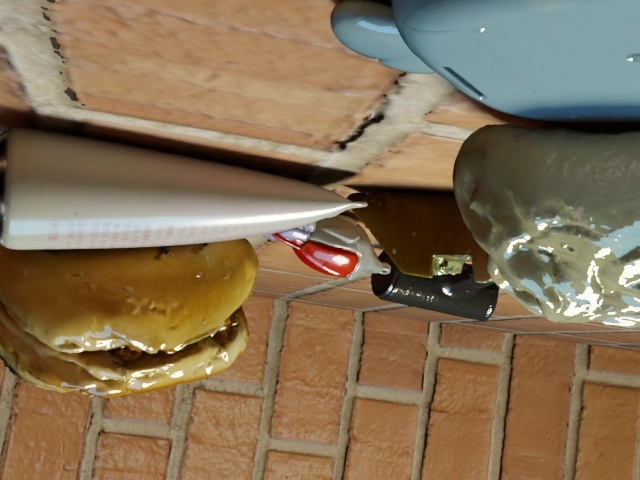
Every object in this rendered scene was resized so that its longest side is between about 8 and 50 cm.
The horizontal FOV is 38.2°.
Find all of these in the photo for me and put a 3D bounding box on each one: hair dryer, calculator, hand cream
[{"bbox_3d":[0.215,0.048,1.360,0.197,0.089,0.251,13,162,-22],"label":"hair dryer"},{"bbox_3d":[0.143,-0.096,0.429,0.303,0.042,0.188,2,171,35],"label":"calculator"},{"bbox_3d":[-0.148,-0.043,0.939,0.359,0.118,0.185,3,173,-21],"label":"hand cream"}]

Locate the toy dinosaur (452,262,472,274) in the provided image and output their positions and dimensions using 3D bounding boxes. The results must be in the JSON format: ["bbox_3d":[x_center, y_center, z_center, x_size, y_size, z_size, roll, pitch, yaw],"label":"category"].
[{"bbox_3d":[0.218,0.004,1.079,0.286,0.070,0.139,2,-178,15],"label":"toy dinosaur"}]

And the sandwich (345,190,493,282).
[{"bbox_3d":[0.148,0.000,0.965,0.244,0.088,0.090,4,175,24],"label":"sandwich"}]

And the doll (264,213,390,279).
[{"bbox_3d":[0.000,0.000,1.158,0.227,0.075,0.102,23,156,-28],"label":"doll"}]

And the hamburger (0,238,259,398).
[{"bbox_3d":[-0.240,0.043,1.062,0.304,0.174,0.284,-9,-146,-42],"label":"hamburger"}]

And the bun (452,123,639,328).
[{"bbox_3d":[0.189,-0.011,0.591,0.231,0.133,0.231,2,-176,0],"label":"bun"}]
